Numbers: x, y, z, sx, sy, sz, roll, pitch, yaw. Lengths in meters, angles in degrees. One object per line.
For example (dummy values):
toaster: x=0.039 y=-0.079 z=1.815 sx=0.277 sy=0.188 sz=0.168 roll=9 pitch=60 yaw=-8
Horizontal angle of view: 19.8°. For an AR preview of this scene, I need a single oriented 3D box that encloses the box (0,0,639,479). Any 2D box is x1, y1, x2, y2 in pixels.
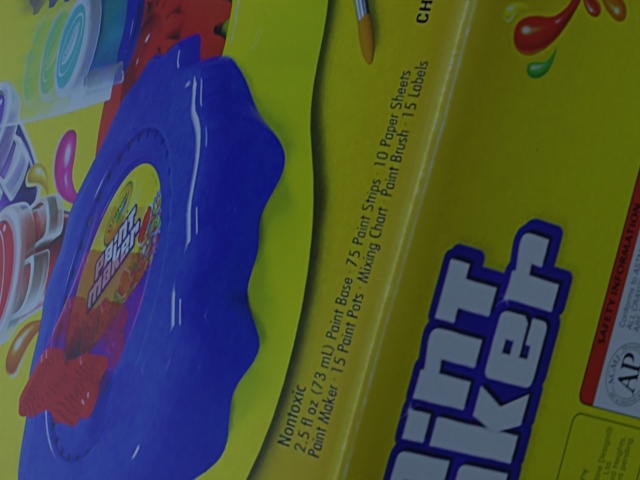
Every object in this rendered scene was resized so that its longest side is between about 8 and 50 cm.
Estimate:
box: x=0.000 y=0.000 z=0.513 sx=0.279 sy=0.177 sz=0.290 roll=12 pitch=86 yaw=53
